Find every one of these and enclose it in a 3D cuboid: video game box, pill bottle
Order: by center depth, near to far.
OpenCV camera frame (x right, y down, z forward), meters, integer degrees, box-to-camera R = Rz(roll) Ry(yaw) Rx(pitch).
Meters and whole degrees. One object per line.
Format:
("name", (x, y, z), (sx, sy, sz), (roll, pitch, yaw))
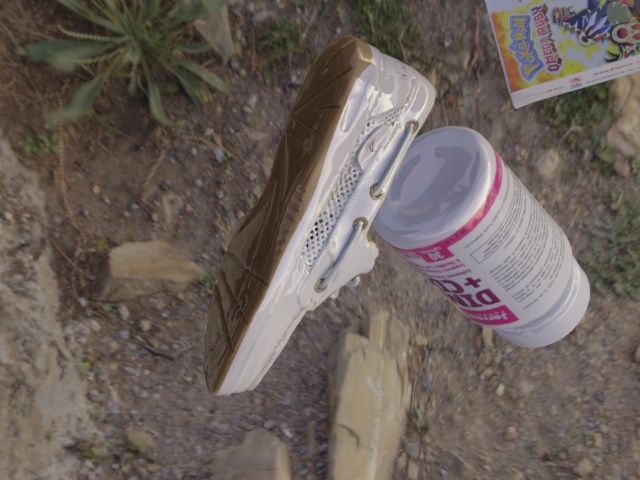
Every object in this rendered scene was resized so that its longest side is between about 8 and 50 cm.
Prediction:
("video game box", (0.244, -0.247, 0.833), (0.187, 0.048, 0.205), (-16, 75, 17))
("pill bottle", (0.201, 0.007, 1.074), (0.160, 0.283, 0.160), (-27, 42, 27))

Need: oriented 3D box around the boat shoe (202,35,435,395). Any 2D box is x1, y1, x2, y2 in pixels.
("boat shoe", (0.000, 0.000, 0.637), (0.096, 0.098, 0.277), (18, 110, -27))
